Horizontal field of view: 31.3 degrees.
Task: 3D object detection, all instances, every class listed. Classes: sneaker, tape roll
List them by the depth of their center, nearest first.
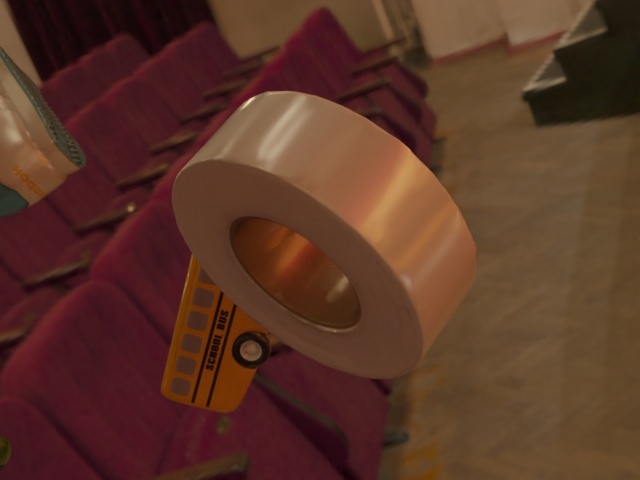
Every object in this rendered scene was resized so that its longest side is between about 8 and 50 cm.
[{"bbox_3d":[-0.283,-0.110,0.964,0.092,0.087,0.229,-39,48,-1],"label":"sneaker"},{"bbox_3d":[0.000,0.000,1.072,0.286,0.286,0.100,-2,42,51],"label":"tape roll"}]

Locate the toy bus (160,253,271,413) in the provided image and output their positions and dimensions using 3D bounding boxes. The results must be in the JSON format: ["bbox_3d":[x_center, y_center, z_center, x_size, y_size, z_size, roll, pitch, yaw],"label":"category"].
[{"bbox_3d":[-0.109,0.056,1.492,0.130,0.333,0.108,15,21,-2],"label":"toy bus"}]

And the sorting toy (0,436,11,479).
[{"bbox_3d":[-0.203,0.146,0.600,0.102,0.042,0.061,-24,-17,-31],"label":"sorting toy"}]
